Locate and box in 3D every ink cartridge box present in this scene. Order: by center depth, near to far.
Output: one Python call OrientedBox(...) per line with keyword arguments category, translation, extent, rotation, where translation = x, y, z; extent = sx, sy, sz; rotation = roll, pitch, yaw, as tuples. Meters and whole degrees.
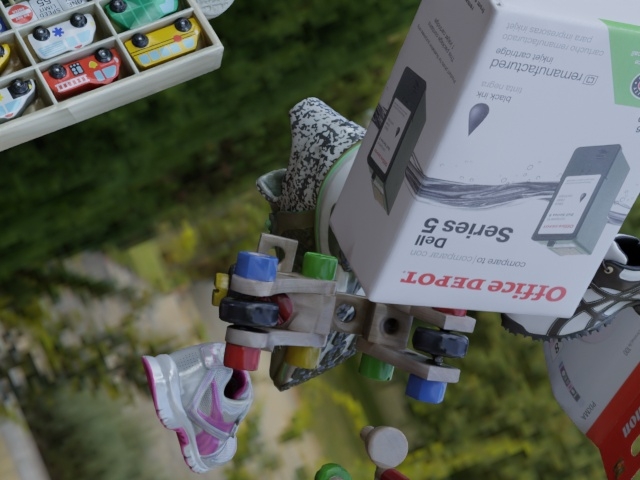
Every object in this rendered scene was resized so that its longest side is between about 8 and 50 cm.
OrientedBox(category="ink cartridge box", translation=(0.151, -0.079, 1.364), extent=(0.272, 0.198, 0.114), rotation=(-68, -150, 31))
OrientedBox(category="ink cartridge box", translation=(0.330, 0.143, 1.968), extent=(0.232, 0.066, 0.189), rotation=(-91, -158, -48))

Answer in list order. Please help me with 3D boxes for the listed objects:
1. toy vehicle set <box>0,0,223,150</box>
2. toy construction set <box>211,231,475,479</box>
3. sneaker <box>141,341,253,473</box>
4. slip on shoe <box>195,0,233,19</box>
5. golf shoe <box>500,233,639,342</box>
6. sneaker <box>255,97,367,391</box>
OrientedBox(category="toy vehicle set", translation=(-0.248, -0.193, 1.668), extent=(0.166, 0.267, 0.035), rotation=(58, -23, 21))
OrientedBox(category="toy construction set", translation=(0.015, 0.110, 1.774), extent=(0.237, 0.258, 0.308), rotation=(-166, -119, -76))
OrientedBox(category="sneaker", translation=(-0.130, 0.202, 2.113), extent=(0.252, 0.111, 0.103), rotation=(69, 2, -63))
OrientedBox(category="slip on shoe", translation=(-0.110, -0.400, 2.083), extent=(0.123, 0.331, 0.101), rotation=(40, -27, -32))
OrientedBox(category="golf shoe", translation=(0.256, 0.034, 1.599), extent=(0.077, 0.198, 0.094), rotation=(-78, 151, -55))
OrientedBox(category="sneaker", translation=(0.000, 0.000, 1.942), extent=(0.182, 0.158, 0.410), rotation=(48, -39, 28))
